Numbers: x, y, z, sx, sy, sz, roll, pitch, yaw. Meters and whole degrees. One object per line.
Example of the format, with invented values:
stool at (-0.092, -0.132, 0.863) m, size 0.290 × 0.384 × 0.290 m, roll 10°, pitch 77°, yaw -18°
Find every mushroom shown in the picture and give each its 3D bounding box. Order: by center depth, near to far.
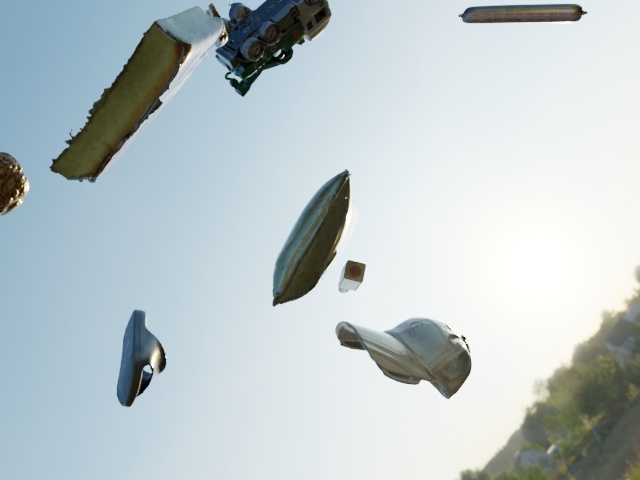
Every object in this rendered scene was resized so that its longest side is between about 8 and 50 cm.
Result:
mushroom at (-0.175, -0.361, 0.939) m, size 0.019 × 0.049 × 0.101 m, roll -34°, pitch -7°, yaw -12°

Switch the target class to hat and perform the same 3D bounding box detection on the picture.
hat at (0.150, 0.176, 1.019) m, size 0.226 × 0.219 × 0.164 m, roll 44°, pitch -100°, yaw -22°

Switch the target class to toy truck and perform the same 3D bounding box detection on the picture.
toy truck at (-0.134, -0.569, 1.506) m, size 0.363 × 0.176 × 0.178 m, roll -45°, pitch -31°, yaw -5°

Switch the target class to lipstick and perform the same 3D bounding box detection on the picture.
lipstick at (0.043, 0.064, 0.864) m, size 0.129 × 0.030 × 0.030 m, roll 109°, pitch 174°, yaw -70°

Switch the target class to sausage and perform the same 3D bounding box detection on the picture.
sausage at (0.163, -0.185, 0.454) m, size 0.015 × 0.100 × 0.015 m, roll 7°, pitch -90°, yaw -68°

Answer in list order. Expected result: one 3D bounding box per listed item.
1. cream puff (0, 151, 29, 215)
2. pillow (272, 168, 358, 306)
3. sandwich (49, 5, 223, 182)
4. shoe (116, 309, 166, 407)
cream puff at (-0.690, -0.119, 1.173) m, size 0.144 × 0.126 × 0.103 m, roll -59°, pitch 14°, yaw -8°
pillow at (0.000, 0.000, 0.794) m, size 0.185 × 0.074 × 0.302 m, roll -63°, pitch -4°, yaw 1°
sandwich at (-0.232, -0.198, 0.752) m, size 0.245 × 0.063 × 0.212 m, roll -41°, pitch 17°, yaw 24°
shoe at (-0.380, 0.251, 1.215) m, size 0.093 × 0.241 × 0.108 m, roll 19°, pitch -62°, yaw -27°
